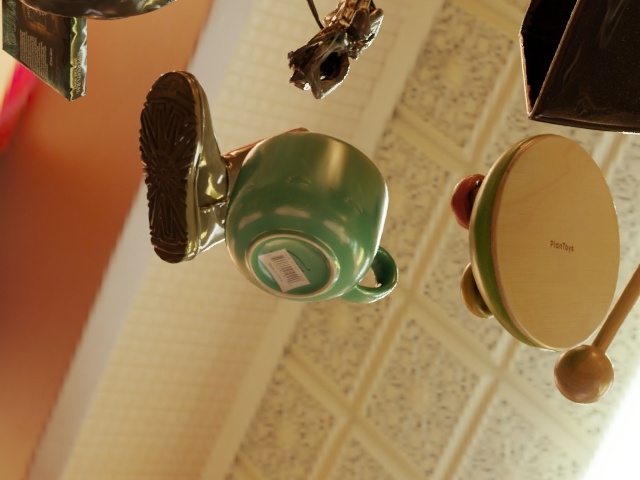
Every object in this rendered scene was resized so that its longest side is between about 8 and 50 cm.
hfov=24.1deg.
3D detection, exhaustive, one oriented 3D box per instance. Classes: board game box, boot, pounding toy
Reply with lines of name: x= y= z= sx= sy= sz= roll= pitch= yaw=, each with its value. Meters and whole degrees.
board game box: x=-0.307 y=-0.261 z=1.663 sx=0.126 sy=0.026 sz=0.186 roll=37 pitch=-41 yaw=27
boot: x=-0.072 y=-0.078 z=1.395 sx=0.076 sy=0.208 sz=0.190 roll=22 pitch=-63 yaw=37
pounding toy: x=0.179 y=0.019 z=1.308 sx=0.110 sy=0.237 sz=0.183 roll=-3 pitch=-127 yaw=44

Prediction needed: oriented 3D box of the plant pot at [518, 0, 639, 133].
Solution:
plant pot: x=0.259 y=-0.180 z=1.111 sx=0.188 sy=0.167 sz=0.187 roll=-83 pitch=-169 yaw=-61

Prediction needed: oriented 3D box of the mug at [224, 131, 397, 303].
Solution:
mug: x=-0.002 y=-0.007 z=1.250 sx=0.129 sy=0.157 sz=0.097 roll=109 pitch=-2 yaw=-45

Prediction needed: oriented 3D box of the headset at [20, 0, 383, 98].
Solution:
headset: x=-0.133 y=-0.237 z=1.000 sx=0.243 sy=0.394 sz=0.185 roll=-57 pitch=-179 yaw=38
